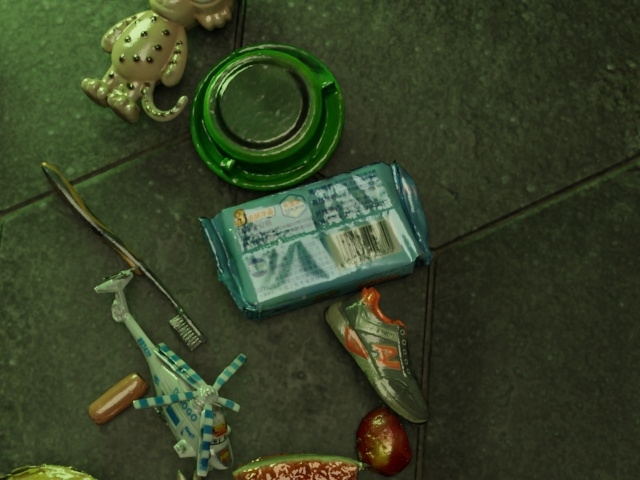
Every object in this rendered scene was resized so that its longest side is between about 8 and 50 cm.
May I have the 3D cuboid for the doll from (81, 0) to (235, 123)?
[{"bbox_3d":[-0.203,-0.285,1.571,0.154,0.119,0.278,22,80,12],"label":"doll"}]

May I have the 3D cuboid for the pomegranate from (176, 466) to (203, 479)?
[{"bbox_3d":[-0.156,0.367,1.442,0.129,0.129,0.159,-40,66,-11],"label":"pomegranate"}]

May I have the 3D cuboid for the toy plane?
[{"bbox_3d":[-0.199,0.172,1.474,0.273,0.107,0.182,37,41,7],"label":"toy plane"}]

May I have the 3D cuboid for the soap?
[{"bbox_3d":[0.000,0.000,1.548,0.293,0.077,0.156,-16,79,-8],"label":"soap"}]

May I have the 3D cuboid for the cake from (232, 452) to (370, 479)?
[{"bbox_3d":[-0.051,0.376,1.428,0.160,0.158,0.262,15,79,2],"label":"cake"}]

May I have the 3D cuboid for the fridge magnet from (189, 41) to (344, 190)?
[{"bbox_3d":[-0.072,-0.167,1.567,0.208,0.088,0.208,-2,75,6],"label":"fridge magnet"}]

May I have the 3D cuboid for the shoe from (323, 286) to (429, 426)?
[{"bbox_3d":[0.087,0.146,1.517,0.077,0.074,0.194,-39,80,12],"label":"shoe"}]

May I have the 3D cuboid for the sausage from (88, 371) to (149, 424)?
[{"bbox_3d":[-0.257,0.202,1.508,0.083,0.034,0.034,-38,84,-10],"label":"sausage"}]

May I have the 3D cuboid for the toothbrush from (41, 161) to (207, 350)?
[{"bbox_3d":[-0.260,0.016,1.552,0.031,0.023,0.321,-39,84,-14],"label":"toothbrush"}]

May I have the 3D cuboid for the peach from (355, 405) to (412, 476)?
[{"bbox_3d":[0.085,0.256,1.518,0.077,0.050,0.083,19,74,-2],"label":"peach"}]

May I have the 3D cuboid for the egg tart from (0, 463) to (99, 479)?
[{"bbox_3d":[-0.312,0.398,1.421,0.279,0.095,0.279,0,89,13],"label":"egg tart"}]
